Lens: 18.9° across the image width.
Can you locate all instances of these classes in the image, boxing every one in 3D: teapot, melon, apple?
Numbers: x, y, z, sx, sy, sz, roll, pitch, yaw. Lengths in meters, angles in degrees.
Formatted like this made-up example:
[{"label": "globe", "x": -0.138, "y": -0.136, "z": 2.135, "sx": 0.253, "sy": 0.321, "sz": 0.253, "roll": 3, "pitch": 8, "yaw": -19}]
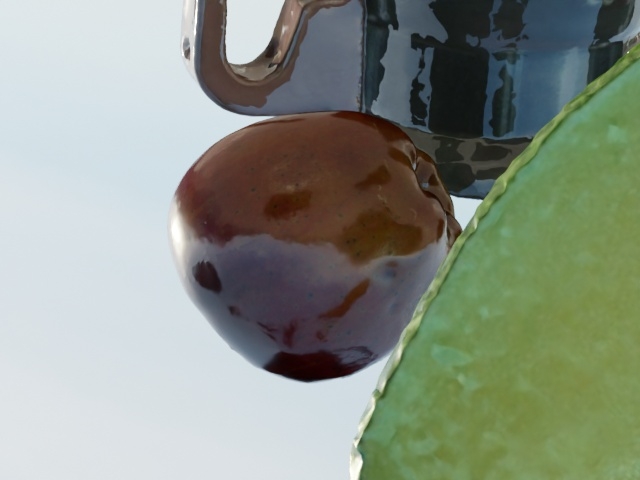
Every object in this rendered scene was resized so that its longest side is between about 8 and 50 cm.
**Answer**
[{"label": "teapot", "x": 0.093, "y": -0.214, "z": 1.316, "sx": 0.376, "sy": 0.361, "sz": 0.305, "roll": -4, "pitch": -158, "yaw": -17}, {"label": "melon", "x": 0.219, "y": 0.047, "z": 0.796, "sx": 0.226, "sy": 0.331, "sz": 0.343, "roll": 41, "pitch": -172, "yaw": 26}, {"label": "apple", "x": -0.001, "y": -0.003, "z": 1.142, "sx": 0.147, "sy": 0.158, "sz": 0.156, "roll": 14, "pitch": -133, "yaw": -55}]
